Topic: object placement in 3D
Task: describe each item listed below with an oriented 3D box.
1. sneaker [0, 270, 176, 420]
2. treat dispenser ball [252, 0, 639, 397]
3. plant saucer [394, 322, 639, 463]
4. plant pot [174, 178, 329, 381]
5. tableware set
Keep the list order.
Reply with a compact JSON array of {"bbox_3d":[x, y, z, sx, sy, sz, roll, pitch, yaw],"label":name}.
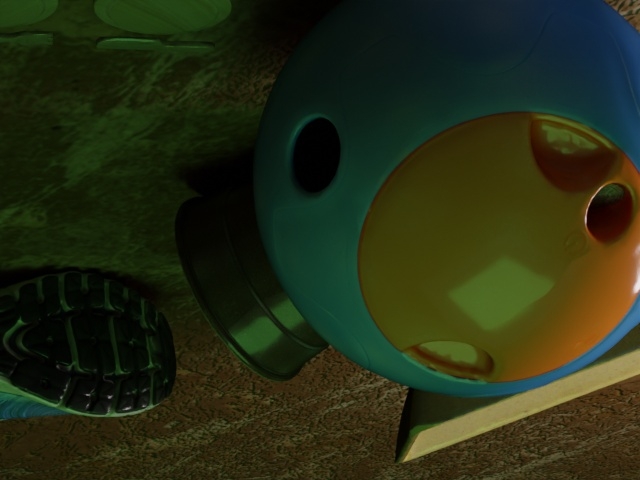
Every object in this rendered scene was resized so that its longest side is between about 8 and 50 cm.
[{"bbox_3d":[-0.286,0.099,1.497,0.330,0.130,0.147,5,165,-25],"label":"sneaker"},{"bbox_3d":[0.100,-0.041,1.124,0.288,0.288,0.288,-9,155,-4],"label":"treat dispenser ball"},{"bbox_3d":[0.212,0.090,1.479,0.333,0.081,0.333,-20,168,-4],"label":"plant saucer"},{"bbox_3d":[0.000,0.000,1.343,0.165,0.167,0.167,-31,150,21],"label":"plant pot"},{"bbox_3d":[-0.152,-0.161,1.063,0.194,0.039,0.128,1,165,-12],"label":"tableware set"}]
